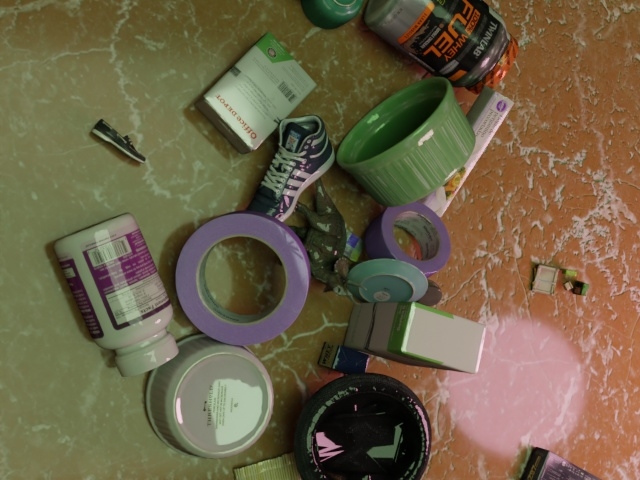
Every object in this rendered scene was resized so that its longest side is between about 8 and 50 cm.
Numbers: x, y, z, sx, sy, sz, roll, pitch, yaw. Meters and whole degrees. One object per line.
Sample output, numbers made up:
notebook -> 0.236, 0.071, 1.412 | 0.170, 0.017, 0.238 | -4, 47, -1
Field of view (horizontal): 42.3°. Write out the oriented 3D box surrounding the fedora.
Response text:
fedora -> 0.077, 0.441, 1.853 | 0.334, 0.152, 0.334 | 1, 88, -24

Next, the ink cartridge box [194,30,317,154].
ink cartridge box -> -0.143, -0.319, 1.811 | 0.160, 0.092, 0.219 | 47, 72, -15

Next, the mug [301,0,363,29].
mug -> 0.022, -0.553, 1.890 | 0.158, 0.097, 0.129 | -30, 100, -22

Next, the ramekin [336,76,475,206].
ramekin -> 0.199, -0.214, 1.856 | 0.303, 0.303, 0.148 | -47, 114, -18

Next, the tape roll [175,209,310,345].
tape roll -> -0.160, 0.076, 1.732 | 0.275, 0.090, 0.274 | 0, 97, 2

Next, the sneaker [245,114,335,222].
sneaker -> -0.079, -0.155, 1.794 | 0.282, 0.099, 0.153 | -49, 151, -23

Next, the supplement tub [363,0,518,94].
supplement tub -> 0.288, -0.502, 1.949 | 0.338, 0.207, 0.207 | 30, 77, -20

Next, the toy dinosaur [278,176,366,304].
toy dinosaur -> 0.000, 0.000, 1.867 | 0.160, 0.121, 0.313 | 13, 58, -24

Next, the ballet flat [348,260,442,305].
ballet flat -> 0.174, 0.097, 1.966 | 0.250, 0.058, 0.084 | 15, 116, -18

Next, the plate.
plate -> 0.151, 0.106, 1.886 | 0.188, 0.188, 0.024 | 24, 48, -22

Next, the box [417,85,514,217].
box -> 0.337, -0.209, 1.966 | 0.063, 0.067, 0.324 | 25, 104, -24

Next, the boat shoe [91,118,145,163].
boat shoe -> -0.412, -0.204, 1.716 | 0.125, 0.046, 0.038 | 33, 80, -11

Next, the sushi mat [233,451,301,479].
sushi mat -> -0.094, 0.640, 1.844 | 0.151, 0.019, 0.316 | -12, 93, -25

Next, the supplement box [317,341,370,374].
supplement box -> 0.053, 0.272, 1.885 | 0.083, 0.083, 0.056 | 23, 79, -22

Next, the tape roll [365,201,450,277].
tape roll -> 0.204, 0.005, 1.928 | 0.189, 0.080, 0.189 | 13, 60, -23

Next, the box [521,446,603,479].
box -> 0.619, 0.665, 2.140 | 0.233, 0.059, 0.183 | 30, 76, -21

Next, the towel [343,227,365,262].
towel -> 0.064, 0.008, 1.940 | 0.083, 0.009, 0.060 | 35, 74, -19

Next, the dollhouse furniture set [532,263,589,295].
dollhouse furniture set -> 0.625, 0.109, 2.180 | 0.152, 0.058, 0.076 | 12, 91, -4

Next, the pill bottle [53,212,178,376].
pill bottle -> -0.395, 0.110, 1.645 | 0.169, 0.169, 0.301 | -24, 99, -23

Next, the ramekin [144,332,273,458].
ramekin -> -0.222, 0.332, 1.737 | 0.273, 0.127, 0.273 | 1, 88, -25

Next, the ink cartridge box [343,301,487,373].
ink cartridge box -> 0.205, 0.215, 1.854 | 0.198, 0.273, 0.114 | 19, 78, -23
